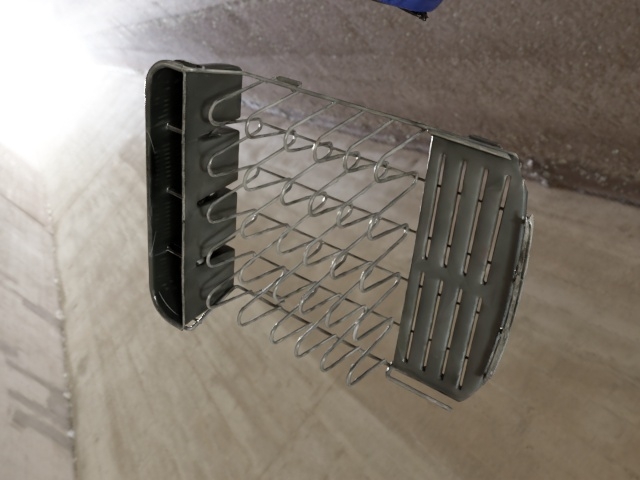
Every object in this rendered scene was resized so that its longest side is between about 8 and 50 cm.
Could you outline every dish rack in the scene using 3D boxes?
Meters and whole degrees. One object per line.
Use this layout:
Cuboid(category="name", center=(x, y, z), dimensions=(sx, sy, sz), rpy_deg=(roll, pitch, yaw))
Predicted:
Cuboid(category="dish rack", center=(0.000, 0.000, 0.499), dimensions=(0.271, 0.074, 0.208), rpy_deg=(23, 123, 29))

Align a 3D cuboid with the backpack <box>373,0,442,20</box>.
Cuboid(category="backpack", center=(0.032, -0.212, 0.456), dimensions=(0.120, 0.101, 0.098), rpy_deg=(1, -123, -29))
